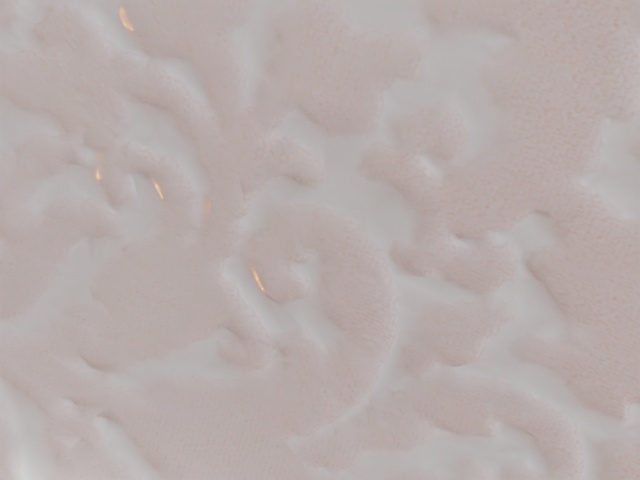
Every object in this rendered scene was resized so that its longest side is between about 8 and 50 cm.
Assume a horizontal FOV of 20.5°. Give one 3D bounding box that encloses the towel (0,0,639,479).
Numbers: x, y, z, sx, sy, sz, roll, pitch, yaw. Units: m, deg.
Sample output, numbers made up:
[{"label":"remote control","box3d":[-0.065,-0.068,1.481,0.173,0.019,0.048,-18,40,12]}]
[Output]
[{"label":"towel","box3d":[0.000,0.000,0.519,0.317,0.053,0.332,22,126,7]}]
